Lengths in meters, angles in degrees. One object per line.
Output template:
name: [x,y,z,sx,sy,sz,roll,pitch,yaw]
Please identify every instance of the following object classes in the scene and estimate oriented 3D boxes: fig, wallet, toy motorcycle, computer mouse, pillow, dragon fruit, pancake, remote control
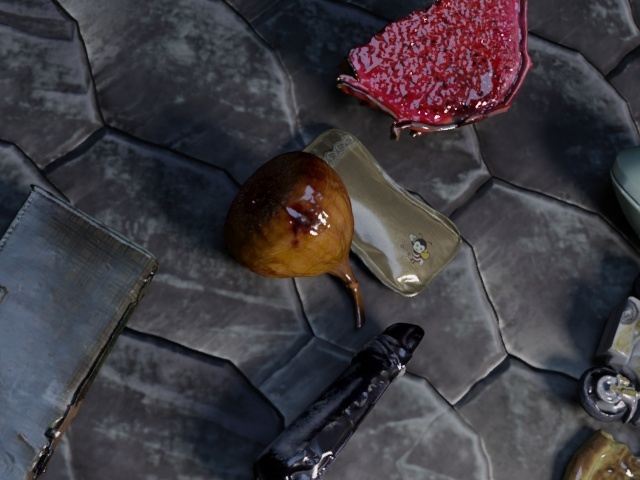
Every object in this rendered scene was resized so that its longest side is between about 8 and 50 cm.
fig: [0.000,0.000,1.605,0.201,0.146,0.133,38,38,-21]
wallet: [-0.305,0.104,1.493,0.169,0.044,0.317,30,61,-6]
toy motorcycle: [0.395,0.143,1.680,0.152,0.073,0.225,37,60,-3]
computer mouse: [0.455,0.003,1.746,0.288,0.097,0.159,49,23,1]
pillow: [0.057,-0.032,1.680,0.217,0.033,0.130,43,60,6]
dragon fruit: [0.142,-0.197,1.745,0.274,0.126,0.161,-32,87,-18]
pancake: [0.377,0.308,1.618,0.235,0.029,0.212,-4,67,-18]
remote control: [0.019,0.173,1.534,0.066,0.090,0.266,48,59,-11]
